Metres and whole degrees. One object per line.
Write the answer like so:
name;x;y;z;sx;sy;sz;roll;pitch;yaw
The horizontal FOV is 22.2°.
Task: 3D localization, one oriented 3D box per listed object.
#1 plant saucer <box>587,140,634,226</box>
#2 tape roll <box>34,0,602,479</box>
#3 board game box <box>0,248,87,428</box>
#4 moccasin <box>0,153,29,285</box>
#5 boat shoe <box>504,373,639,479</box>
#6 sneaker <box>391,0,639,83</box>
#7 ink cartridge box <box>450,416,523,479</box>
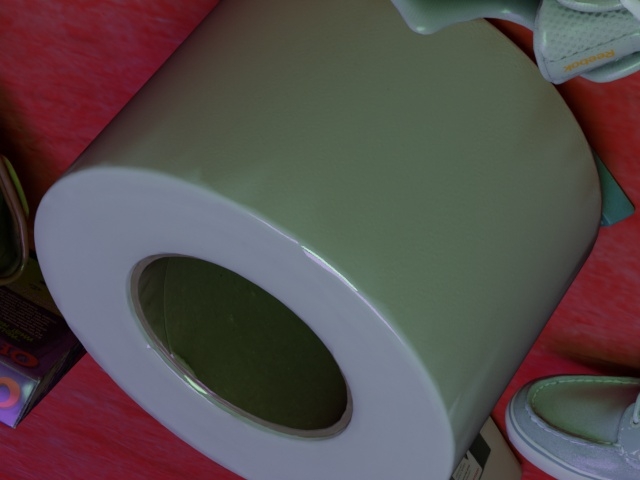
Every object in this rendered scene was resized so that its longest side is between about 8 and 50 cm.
plant saucer;0.079;-0.029;0.910;0.192;0.018;0.067;-2;139;45
tape roll;0.000;0.000;0.840;0.246;0.169;0.246;25;146;18
board game box;-0.332;0.004;1.193;0.347;0.056;0.208;29;-168;1
moccasin;-0.284;-0.086;1.006;0.147;0.139;0.380;35;158;31
boat shoe;0.218;0.107;0.952;0.228;0.079;0.081;11;141;21
sneaker;0.141;-0.101;0.615;0.262;0.121;0.099;12;149;30
ink cartridge box;0.032;0.128;1.143;0.153;0.087;0.208;7;144;36
